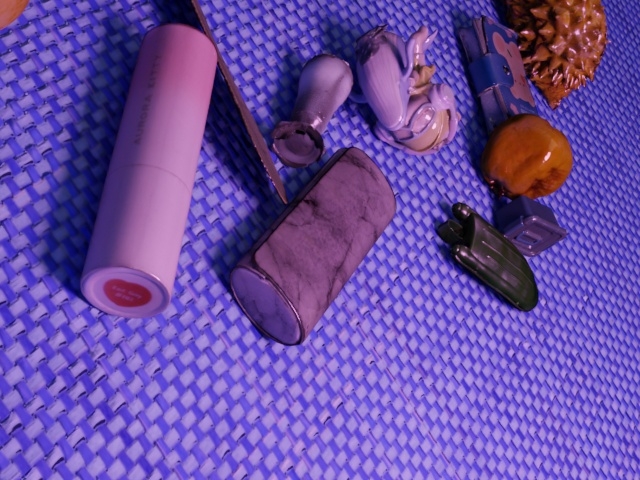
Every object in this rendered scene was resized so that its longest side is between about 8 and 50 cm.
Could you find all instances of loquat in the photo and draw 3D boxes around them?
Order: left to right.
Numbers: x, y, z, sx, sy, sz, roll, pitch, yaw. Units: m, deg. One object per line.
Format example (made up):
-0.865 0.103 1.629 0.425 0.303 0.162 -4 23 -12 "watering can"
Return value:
0.302 -0.121 1.795 0.137 0.137 0.113 51 2 -15 "loquat"

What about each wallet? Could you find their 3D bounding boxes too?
0.289 -0.250 1.921 0.141 0.059 0.202 14 58 -52 "wallet"

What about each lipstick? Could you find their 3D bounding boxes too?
-0.168 -0.079 1.222 0.087 0.087 0.327 36 43 -32 "lipstick"

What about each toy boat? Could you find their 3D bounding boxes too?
0.245 0.029 1.694 0.210 0.052 0.104 37 41 -33 "toy boat"

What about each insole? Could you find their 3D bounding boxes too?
-0.110 -0.199 1.390 0.119 0.009 0.349 48 18 -80 "insole"

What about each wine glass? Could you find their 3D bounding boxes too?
-0.010 -0.162 1.487 0.072 0.072 0.155 46 39 -22 "wine glass"

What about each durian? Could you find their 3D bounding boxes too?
0.365 -0.401 2.031 0.112 0.191 0.341 -15 80 -27 "durian"

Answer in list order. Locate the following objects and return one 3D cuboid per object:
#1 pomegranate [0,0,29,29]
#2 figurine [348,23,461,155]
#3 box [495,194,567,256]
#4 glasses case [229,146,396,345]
-0.334 -0.244 1.046 0.196 0.196 0.196 29 47 -37 "pomegranate"
0.113 -0.209 1.625 0.184 0.128 0.208 50 33 -21 "figurine"
0.307 -0.023 1.788 0.099 0.074 0.054 21 43 -42 "box"
0.000 0.000 1.401 0.114 0.060 0.299 53 37 -12 "glasses case"
